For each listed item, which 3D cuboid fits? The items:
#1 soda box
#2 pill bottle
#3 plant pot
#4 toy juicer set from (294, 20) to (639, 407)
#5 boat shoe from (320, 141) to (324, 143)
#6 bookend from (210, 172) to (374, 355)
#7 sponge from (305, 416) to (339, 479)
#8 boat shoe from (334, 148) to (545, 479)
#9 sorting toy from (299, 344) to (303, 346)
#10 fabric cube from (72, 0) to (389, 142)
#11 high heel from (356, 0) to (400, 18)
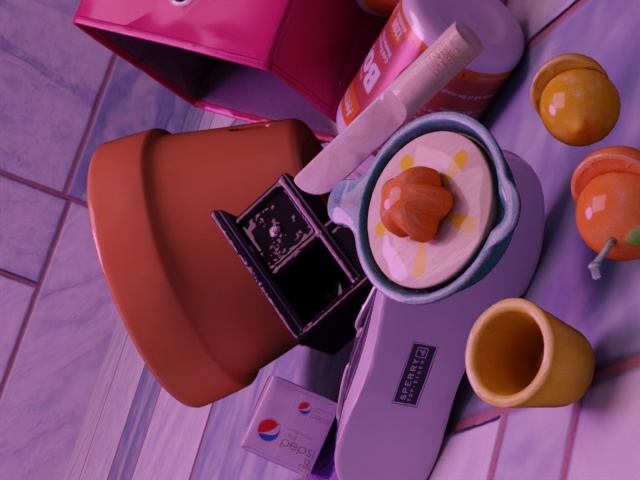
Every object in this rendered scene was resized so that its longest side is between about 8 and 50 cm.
[{"bbox_3d":[-0.031,0.174,1.420,0.216,0.069,0.074,124,171,-84],"label":"soda box"},{"bbox_3d":[0.089,-0.131,1.388,0.121,0.121,0.216,-83,19,-47],"label":"pill bottle"},{"bbox_3d":[-0.080,0.004,1.523,0.203,0.291,0.291,-19,30,12],"label":"plant pot"},{"bbox_3d":[0.096,-0.052,1.006,0.329,0.089,0.209,45,110,44],"label":"toy juicer set"},{"bbox_3d":[0.044,-0.192,1.792,0.335,0.095,0.112,125,161,-62],"label":"boat shoe"},{"bbox_3d":[0.013,-0.009,1.320,0.157,0.072,0.156,-41,63,12],"label":"bookend"},{"bbox_3d":[0.041,0.163,1.321,0.117,0.031,0.210,-98,30,-67],"label":"sponge"},{"bbox_3d":[0.084,0.058,1.168,0.102,0.108,0.301,-105,31,-67],"label":"boat shoe"},{"bbox_3d":[0.000,0.000,1.737,0.208,0.038,0.193,-103,36,-69],"label":"sorting toy"},{"bbox_3d":[-0.050,-0.271,1.540,0.259,0.254,0.258,31,-101,-59],"label":"fabric cube"},{"bbox_3d":[0.101,-0.266,1.459,0.244,0.082,0.117,22,-101,-61],"label":"high heel"}]
